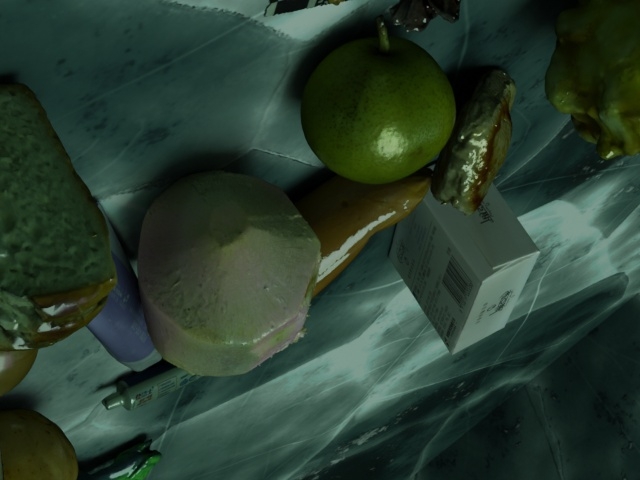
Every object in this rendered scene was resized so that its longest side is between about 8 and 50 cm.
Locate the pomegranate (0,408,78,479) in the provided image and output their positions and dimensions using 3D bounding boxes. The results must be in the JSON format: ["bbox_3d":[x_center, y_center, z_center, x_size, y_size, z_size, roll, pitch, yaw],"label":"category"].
[{"bbox_3d":[-0.426,0.334,1.764,0.196,0.196,0.196,-27,157,-13],"label":"pomegranate"}]

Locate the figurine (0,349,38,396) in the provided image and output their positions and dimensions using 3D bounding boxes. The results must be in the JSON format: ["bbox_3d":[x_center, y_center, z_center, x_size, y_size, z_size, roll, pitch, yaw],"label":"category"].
[{"bbox_3d":[-0.407,0.090,1.181,0.285,0.342,0.167,-5,141,-10],"label":"figurine"}]

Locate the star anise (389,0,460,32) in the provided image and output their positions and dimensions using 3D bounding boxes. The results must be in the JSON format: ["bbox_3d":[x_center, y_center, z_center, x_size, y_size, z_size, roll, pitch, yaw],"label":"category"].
[{"bbox_3d":[0.118,-0.262,1.367,0.129,0.056,0.124,-9,-142,47],"label":"star anise"}]

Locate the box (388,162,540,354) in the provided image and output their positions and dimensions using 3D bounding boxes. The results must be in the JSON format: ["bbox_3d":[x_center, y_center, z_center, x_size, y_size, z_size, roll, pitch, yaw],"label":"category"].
[{"bbox_3d":[0.214,0.022,1.953,0.116,0.203,0.274,-26,156,-17],"label":"box"}]

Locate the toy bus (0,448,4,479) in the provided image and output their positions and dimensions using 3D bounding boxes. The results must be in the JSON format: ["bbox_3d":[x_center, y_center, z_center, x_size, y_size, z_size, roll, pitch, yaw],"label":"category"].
[{"bbox_3d":[-0.535,0.250,1.445,0.323,0.194,0.162,-23,157,-23],"label":"toy bus"}]

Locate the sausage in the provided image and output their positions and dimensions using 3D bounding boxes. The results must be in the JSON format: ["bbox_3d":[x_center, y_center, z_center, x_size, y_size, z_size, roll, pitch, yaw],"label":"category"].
[{"bbox_3d":[-0.003,-0.004,1.714,0.354,0.116,0.134,-40,-164,1],"label":"sausage"}]

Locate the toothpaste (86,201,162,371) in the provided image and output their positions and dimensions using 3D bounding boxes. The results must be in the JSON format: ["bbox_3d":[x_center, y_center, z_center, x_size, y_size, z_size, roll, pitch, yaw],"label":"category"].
[{"bbox_3d":[-0.257,0.078,1.588,0.371,0.080,0.125,86,20,-69],"label":"toothpaste"}]

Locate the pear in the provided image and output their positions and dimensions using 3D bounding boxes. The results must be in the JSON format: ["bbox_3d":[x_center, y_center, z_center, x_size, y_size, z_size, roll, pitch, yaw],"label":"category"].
[{"bbox_3d":[0.069,-0.170,1.454,0.180,0.166,0.216,-9,128,-20],"label":"pear"}]

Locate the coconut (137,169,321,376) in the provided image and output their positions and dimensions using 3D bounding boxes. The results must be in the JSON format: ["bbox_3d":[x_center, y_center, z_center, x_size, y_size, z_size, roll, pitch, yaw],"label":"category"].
[{"bbox_3d":[-0.109,0.038,1.521,0.233,0.233,0.245,-25,161,-18],"label":"coconut"}]

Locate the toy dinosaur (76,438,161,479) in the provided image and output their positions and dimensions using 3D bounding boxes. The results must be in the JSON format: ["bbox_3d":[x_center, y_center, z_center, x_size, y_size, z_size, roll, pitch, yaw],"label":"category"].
[{"bbox_3d":[-0.425,0.401,1.979,0.374,0.144,0.500,-33,163,-13],"label":"toy dinosaur"}]

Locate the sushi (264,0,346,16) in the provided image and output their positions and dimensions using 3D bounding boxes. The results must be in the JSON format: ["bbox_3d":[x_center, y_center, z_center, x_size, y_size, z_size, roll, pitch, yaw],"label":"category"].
[{"bbox_3d":[0.068,-0.297,1.305,0.215,0.050,0.192,-18,153,-33],"label":"sushi"}]

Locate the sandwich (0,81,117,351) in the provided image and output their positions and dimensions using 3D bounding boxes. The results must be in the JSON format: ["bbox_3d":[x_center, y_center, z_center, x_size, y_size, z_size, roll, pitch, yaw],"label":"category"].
[{"bbox_3d":[-0.335,-0.015,1.095,0.288,0.254,0.099,-10,156,-38],"label":"sandwich"}]

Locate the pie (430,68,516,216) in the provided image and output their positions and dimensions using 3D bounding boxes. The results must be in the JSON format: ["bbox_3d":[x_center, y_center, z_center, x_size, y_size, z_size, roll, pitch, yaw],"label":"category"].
[{"bbox_3d":[0.213,-0.133,1.717,0.205,0.084,0.179,-64,177,-56],"label":"pie"}]

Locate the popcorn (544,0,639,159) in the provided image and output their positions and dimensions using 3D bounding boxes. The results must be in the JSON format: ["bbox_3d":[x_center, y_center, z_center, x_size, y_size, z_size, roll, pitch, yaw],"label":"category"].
[{"bbox_3d":[0.416,-0.264,1.585,0.290,0.321,0.326,-22,144,19],"label":"popcorn"}]

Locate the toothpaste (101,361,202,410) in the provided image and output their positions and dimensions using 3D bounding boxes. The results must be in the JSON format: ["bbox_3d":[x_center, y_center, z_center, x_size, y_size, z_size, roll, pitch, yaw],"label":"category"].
[{"bbox_3d":[-0.217,0.204,1.963,0.268,0.047,0.069,-21,136,-31],"label":"toothpaste"}]
